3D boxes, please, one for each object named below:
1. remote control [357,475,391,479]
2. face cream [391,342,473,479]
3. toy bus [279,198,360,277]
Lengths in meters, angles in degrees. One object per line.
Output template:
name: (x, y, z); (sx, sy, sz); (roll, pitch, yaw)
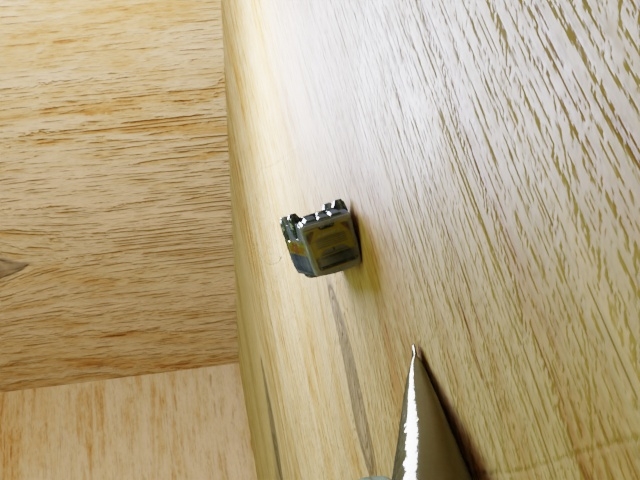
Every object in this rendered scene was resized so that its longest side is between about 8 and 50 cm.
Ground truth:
remote control: (0.065, 0.367, 1.135); (0.140, 0.056, 0.296); (-129, 35, -71)
face cream: (0.078, 0.193, 0.858); (0.341, 0.084, 0.137); (-92, 0, -75)
toy bus: (0.000, 0.000, 1.317); (0.190, 0.064, 0.075); (166, 86, -83)
